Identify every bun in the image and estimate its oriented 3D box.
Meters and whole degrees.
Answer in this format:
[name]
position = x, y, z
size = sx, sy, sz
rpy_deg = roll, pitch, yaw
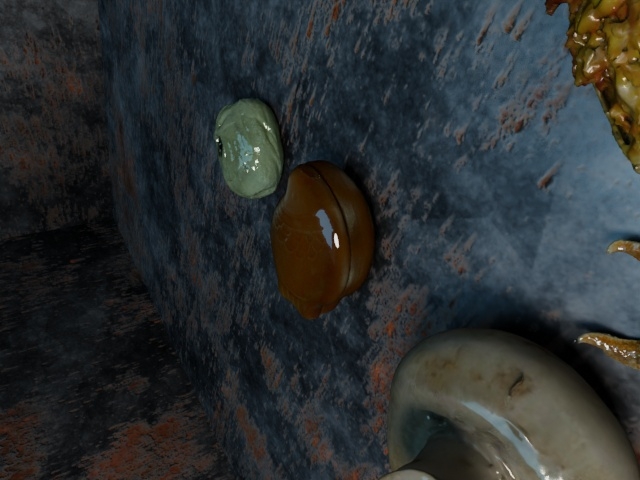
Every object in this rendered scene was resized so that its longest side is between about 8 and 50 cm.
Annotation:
[bun]
position = -0.166, -0.194, 0.946
size = 0.221, 0.108, 0.221
rpy_deg = 26, 123, 47

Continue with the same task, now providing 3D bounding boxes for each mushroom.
[mushroom]
position = 0.167, 0.256, 0.486
size = 0.298, 0.290, 0.297
rpy_deg = 24, 121, 49

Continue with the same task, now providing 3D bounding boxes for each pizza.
[pizza]
position = 0.226, -0.202, 0.344
size = 0.086, 0.161, 0.305
rpy_deg = -12, 86, 23

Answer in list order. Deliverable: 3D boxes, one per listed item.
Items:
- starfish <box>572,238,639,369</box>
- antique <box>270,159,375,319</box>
[starfish]
position = 0.347, 0.115, 0.395
size = 0.247, 0.050, 0.138
rpy_deg = 57, 144, 35
[antique]
position = 0.000, 0.000, 0.768
size = 0.223, 0.129, 0.278
rpy_deg = 32, 128, 44
